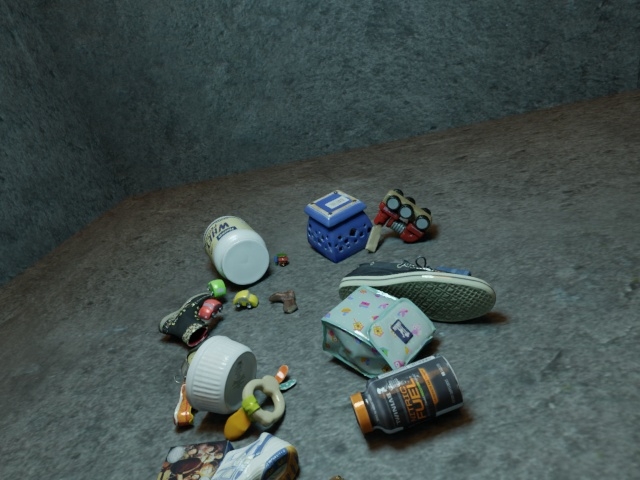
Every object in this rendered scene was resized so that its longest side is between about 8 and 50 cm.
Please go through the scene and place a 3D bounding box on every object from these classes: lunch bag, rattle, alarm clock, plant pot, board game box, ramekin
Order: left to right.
[{"bbox_3d":[-0.307,0.586,0.923,0.164,0.042,0.243,-12,27,9],"label":"board game box"},{"bbox_3d":[-0.368,0.394,1.224,0.129,0.064,0.192,34,15,20],"label":"alarm clock"},{"bbox_3d":[-0.266,0.379,1.127,0.108,0.207,0.207,7,34,22],"label":"ramekin"},{"bbox_3d":[-0.160,0.448,1.118,0.130,0.143,0.200,22,18,5],"label":"rattle"},{"bbox_3d":[0.076,-0.077,1.758,0.235,0.212,0.236,-28,35,-21],"label":"plant pot"},{"bbox_3d":[0.165,0.261,1.152,0.262,0.160,0.223,18,35,37],"label":"lunch bag"}]

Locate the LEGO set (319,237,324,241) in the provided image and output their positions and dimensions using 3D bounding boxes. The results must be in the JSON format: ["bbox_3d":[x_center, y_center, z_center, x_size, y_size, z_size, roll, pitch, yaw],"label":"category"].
[{"bbox_3d":[-0.001,0.000,1.901,0.083,0.023,0.054,-21,22,22],"label":"LEGO set"}]

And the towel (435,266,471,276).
[{"bbox_3d":[0.451,0.123,1.394,0.119,0.029,0.067,8,35,38],"label":"towel"}]

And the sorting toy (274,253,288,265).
[{"bbox_3d":[-0.176,0.090,1.810,0.061,0.042,0.102,-5,12,-12],"label":"sorting toy"}]

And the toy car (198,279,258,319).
[{"bbox_3d":[-0.385,0.208,1.578,0.238,0.053,0.225,-11,30,-33],"label":"toy car"}]

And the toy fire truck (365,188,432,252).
[{"bbox_3d":[0.311,-0.053,1.683,0.217,0.246,0.158,34,30,1],"label":"toy fire truck"}]

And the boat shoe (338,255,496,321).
[{"bbox_3d":[0.293,0.141,1.286,0.499,0.187,0.156,-2,35,37],"label":"boat shoe"}]

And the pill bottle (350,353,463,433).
[{"bbox_3d":[0.196,0.370,0.956,0.245,0.131,0.130,-19,27,-4],"label":"pill bottle"}]

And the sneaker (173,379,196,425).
[{"bbox_3d":[-0.383,0.470,1.187,0.067,0.064,0.175,3,28,-11],"label":"sneaker"}]

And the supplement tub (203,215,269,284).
[{"bbox_3d":[-0.373,0.041,1.786,0.235,0.236,0.325,-26,28,-18],"label":"supplement tub"}]

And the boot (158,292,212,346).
[{"bbox_3d":[-0.464,0.298,1.528,0.178,0.085,0.236,15,35,35],"label":"boot"}]

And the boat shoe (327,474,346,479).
[{"bbox_3d":[0.036,0.517,0.836,0.177,0.064,0.060,-15,28,8],"label":"boat shoe"}]

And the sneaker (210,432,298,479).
[{"bbox_3d":[-0.192,0.536,0.880,0.296,0.112,0.131,-17,15,-39],"label":"sneaker"}]

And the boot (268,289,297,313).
[{"bbox_3d":[-0.141,0.236,1.510,0.106,0.037,0.114,-19,31,1],"label":"boot"}]
